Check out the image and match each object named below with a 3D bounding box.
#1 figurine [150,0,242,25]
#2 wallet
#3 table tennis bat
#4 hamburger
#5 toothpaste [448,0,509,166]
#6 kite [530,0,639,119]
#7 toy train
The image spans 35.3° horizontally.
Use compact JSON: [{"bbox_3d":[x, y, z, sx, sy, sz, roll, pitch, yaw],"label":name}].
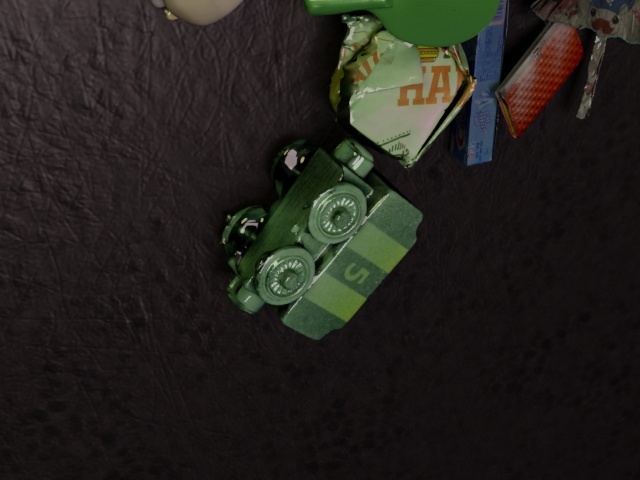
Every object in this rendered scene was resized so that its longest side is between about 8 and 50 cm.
[{"bbox_3d":[-0.189,-0.369,1.185,0.235,0.155,0.127,48,56,-43],"label":"figurine"},{"bbox_3d":[0.337,-0.257,1.537,0.196,0.020,0.103,-51,134,-20],"label":"wallet"},{"bbox_3d":[0.104,-0.317,1.302,0.257,0.039,0.160,-2,134,6],"label":"table tennis bat"},{"bbox_3d":[0.098,-0.235,1.418,0.235,0.125,0.214,29,92,-25],"label":"hamburger"},{"bbox_3d":[0.235,-0.247,1.505,0.053,0.066,0.272,-12,122,-20],"label":"toothpaste"},{"bbox_3d":[0.440,-0.342,1.559,0.335,0.011,0.314,3,108,-36],"label":"kite"},{"bbox_3d":[0.000,0.000,1.482,0.238,0.167,0.299,32,102,-41],"label":"toy train"}]
